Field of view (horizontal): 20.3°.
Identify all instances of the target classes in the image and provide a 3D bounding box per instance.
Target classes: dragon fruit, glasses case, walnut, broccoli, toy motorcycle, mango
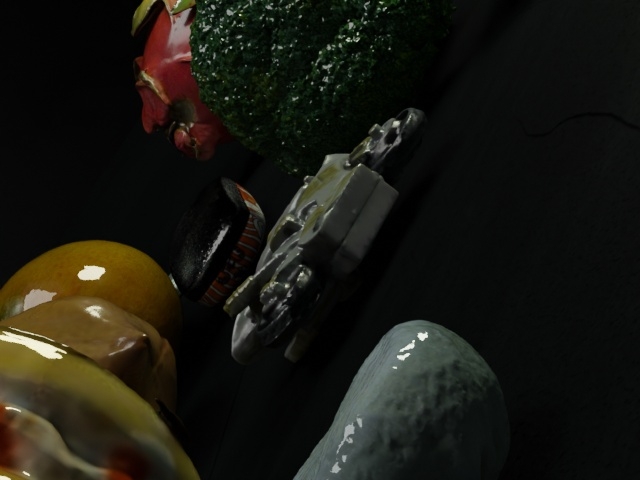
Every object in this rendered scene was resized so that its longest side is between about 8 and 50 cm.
[{"bbox_3d":[-0.116,-0.214,2.101,0.227,0.224,0.224,-37,4,-25],"label":"dragon fruit"},{"bbox_3d":[-0.103,-0.001,1.758,0.103,0.067,0.267,-59,12,6],"label":"glasses case"},{"bbox_3d":[-0.221,0.155,1.447,0.298,0.203,0.203,-40,17,43],"label":"walnut"},{"bbox_3d":[0.002,-0.184,1.576,0.241,0.261,0.269,-34,-40,-30],"label":"broccoli"},{"bbox_3d":[0.000,0.000,1.334,0.225,0.073,0.152,-57,10,-28],"label":"toy motorcycle"},{"bbox_3d":[-0.226,0.100,1.700,0.211,0.173,0.317,-53,0,-4],"label":"mango"}]

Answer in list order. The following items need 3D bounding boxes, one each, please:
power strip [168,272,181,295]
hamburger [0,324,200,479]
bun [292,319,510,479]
[{"bbox_3d":[-0.159,0.037,1.963,0.083,0.035,0.055,-56,11,-3],"label":"power strip"},{"bbox_3d":[-0.215,0.183,1.084,0.186,0.261,0.303,-65,-27,-53],"label":"hamburger"},{"bbox_3d":[0.037,0.110,0.837,0.141,0.083,0.141,-56,2,3],"label":"bun"}]
